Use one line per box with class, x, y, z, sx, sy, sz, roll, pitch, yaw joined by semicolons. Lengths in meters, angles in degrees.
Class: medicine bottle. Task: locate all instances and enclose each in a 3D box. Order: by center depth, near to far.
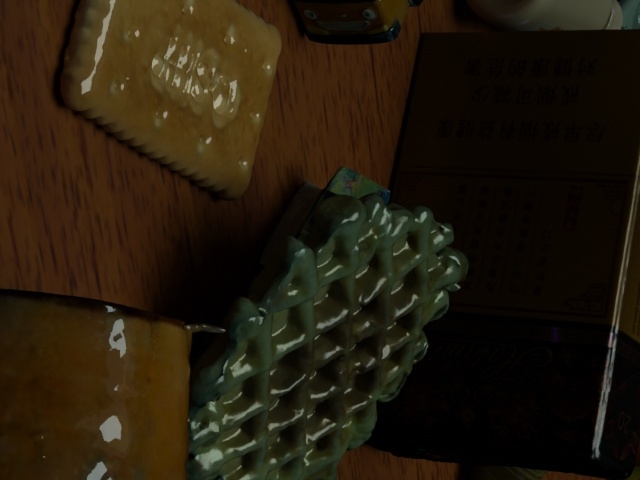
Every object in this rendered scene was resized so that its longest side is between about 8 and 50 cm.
medicine bottle;0.248;-0.259;1.910;0.252;0.114;0.114;10;86;-59

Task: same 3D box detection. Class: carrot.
carrot;-0.194;0.202;1.136;0.224;0.224;0.340;28;66;-57

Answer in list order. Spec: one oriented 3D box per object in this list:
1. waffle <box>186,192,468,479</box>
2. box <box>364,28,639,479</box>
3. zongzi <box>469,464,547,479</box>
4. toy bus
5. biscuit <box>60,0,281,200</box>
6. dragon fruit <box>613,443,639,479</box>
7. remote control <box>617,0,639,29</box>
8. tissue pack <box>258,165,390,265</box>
waffle;-0.005;0.096;1.494;0.309;0.056;0.292;-57;148;10
box;0.192;0.009;1.716;0.116;0.264;0.415;30;67;-57
zongzi;0.262;0.194;2.012;0.286;0.134;0.288;21;90;-63
toy bus;0.047;-0.276;1.582;0.114;0.098;0.201;60;45;-44
biscuit;-0.109;-0.138;1.407;0.250;0.030;0.160;33;67;-56
dragon fruit;0.525;0.307;2.390;0.290;0.189;0.290;-16;109;-57
remote control;0.350;-0.218;2.145;0.296;0.056;0.140;-50;133;-45
tissue pack;0.000;-0.001;1.575;0.111;0.079;0.085;-60;176;-33
